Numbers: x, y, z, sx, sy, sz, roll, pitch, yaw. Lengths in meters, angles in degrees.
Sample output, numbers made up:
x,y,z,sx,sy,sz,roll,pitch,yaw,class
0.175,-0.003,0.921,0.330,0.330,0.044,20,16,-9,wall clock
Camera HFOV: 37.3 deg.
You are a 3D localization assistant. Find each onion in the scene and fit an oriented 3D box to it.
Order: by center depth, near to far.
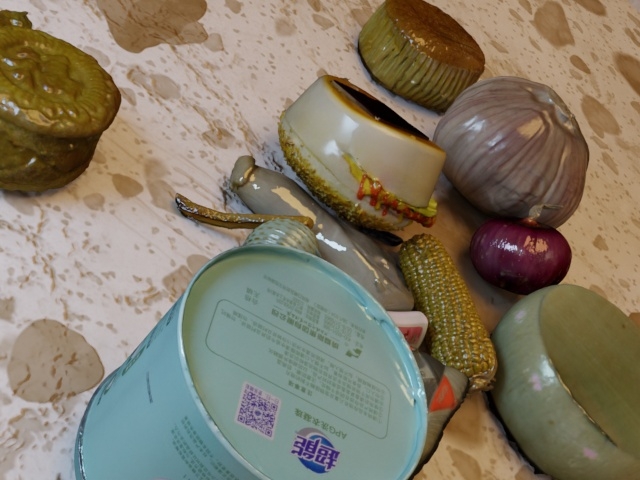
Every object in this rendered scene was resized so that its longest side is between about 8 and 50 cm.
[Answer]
x,y,z,sx,sy,sz,roll,pitch,yaw,class
0.350,0.020,1.667,0.177,0.177,0.153,-37,117,-51,onion

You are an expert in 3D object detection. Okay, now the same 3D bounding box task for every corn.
x,y,z,sx,sy,sz,roll,pitch,yaw,class
0.200,0.109,1.506,0.106,0.106,0.293,9,50,-36,corn

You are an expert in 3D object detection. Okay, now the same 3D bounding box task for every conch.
x,y,z,sx,sy,sz,roll,pitch,yaw,class
-0.059,0.045,1.338,0.135,0.102,0.153,45,81,-7,conch

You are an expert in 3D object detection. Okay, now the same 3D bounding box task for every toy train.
x,y,z,sx,sy,sz,roll,pitch,yaw,class
0.104,-0.008,1.596,0.083,0.017,0.017,24,45,-22,toy train

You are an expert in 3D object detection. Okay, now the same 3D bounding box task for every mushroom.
x,y,z,sx,sy,sz,roll,pitch,yaw,class
0.000,-0.001,1.444,0.351,0.097,0.109,41,27,3,mushroom

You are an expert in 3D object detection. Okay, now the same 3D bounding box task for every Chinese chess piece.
x,y,z,sx,sy,sz,roll,pitch,yaw,class
0.429,0.241,1.548,0.349,0.146,0.349,24,42,-23,Chinese chess piece

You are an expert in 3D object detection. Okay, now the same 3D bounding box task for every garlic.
x,y,z,sx,sy,sz,roll,pitch,yaw,class
0.372,-0.169,1.784,0.317,0.259,0.317,21,43,-21,garlic

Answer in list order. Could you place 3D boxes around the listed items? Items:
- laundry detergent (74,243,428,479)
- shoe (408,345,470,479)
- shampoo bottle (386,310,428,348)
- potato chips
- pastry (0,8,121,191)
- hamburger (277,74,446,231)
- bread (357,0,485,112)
x,y,z,sx,sy,sz,roll,pitch,yaw,class
-0.090,0.202,1.004,0.287,0.305,0.287,23,43,-24,laundry detergent
0.072,0.231,1.271,0.171,0.132,0.336,42,36,5,shoe
0.106,0.138,1.422,0.099,0.072,0.043,7,27,-37,shampoo bottle
-0.111,-0.034,1.373,0.204,0.026,0.037,9,69,-2,potato chips
-0.395,-0.178,1.246,0.235,0.132,0.240,36,32,5,pastry
0.062,-0.132,1.527,0.294,0.179,0.276,44,18,30,hamburger
0.211,-0.384,1.936,0.253,0.142,0.227,13,40,-30,bread
